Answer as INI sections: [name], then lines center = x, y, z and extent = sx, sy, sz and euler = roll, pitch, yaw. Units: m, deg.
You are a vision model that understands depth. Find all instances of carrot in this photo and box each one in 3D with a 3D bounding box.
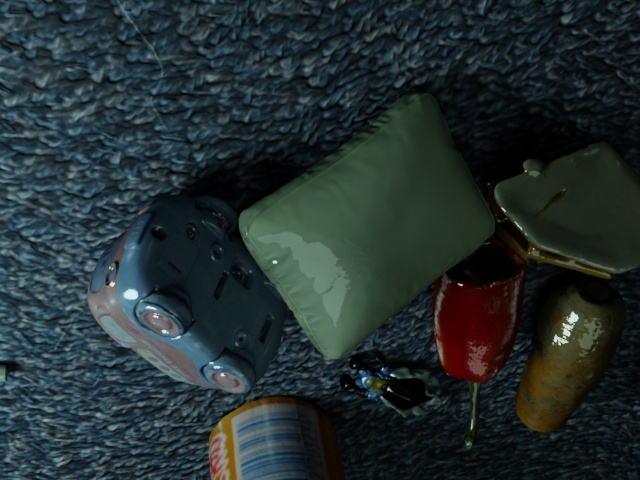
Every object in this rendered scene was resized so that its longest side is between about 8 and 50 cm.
[carrot]
center = 0.413, 0.196, 1.613
extent = 0.139, 0.138, 0.301
euler = -2, 131, -9

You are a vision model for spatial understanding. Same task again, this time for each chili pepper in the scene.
[chili pepper]
center = 0.245, 0.154, 1.543
extent = 0.135, 0.131, 0.338
euler = -24, 130, -24

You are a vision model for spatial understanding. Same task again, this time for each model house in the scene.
[model house]
center = 0.359, -0.032, 1.380
extent = 0.199, 0.219, 0.229
euler = -28, 174, 2

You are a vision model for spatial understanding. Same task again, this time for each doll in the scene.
[doll]
center = 0.131, 0.248, 1.640
extent = 0.195, 0.070, 0.096
euler = 20, 106, -20

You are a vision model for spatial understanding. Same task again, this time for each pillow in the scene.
[pillow]
center = 0.073, -0.021, 1.313
extent = 0.322, 0.120, 0.255
euler = -38, 117, -11

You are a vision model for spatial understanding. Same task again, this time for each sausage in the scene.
[sausage]
center = -0.065, 0.436, 1.614
extent = 0.233, 0.287, 0.233
euler = -6, 130, -7

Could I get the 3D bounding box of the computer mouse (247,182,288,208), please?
[computer mouse]
center = 0.000, 0.000, 1.405
extent = 0.242, 0.077, 0.146
euler = 16, 126, -22

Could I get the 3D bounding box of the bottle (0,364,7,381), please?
[bottle]
center = -0.529, 0.208, 1.502
extent = 0.083, 0.030, 0.030
euler = -2, 129, -10

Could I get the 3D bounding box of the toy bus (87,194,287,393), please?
[toy bus]
center = -0.197, 0.086, 1.355
extent = 0.232, 0.197, 0.294
euler = -13, 134, 39
